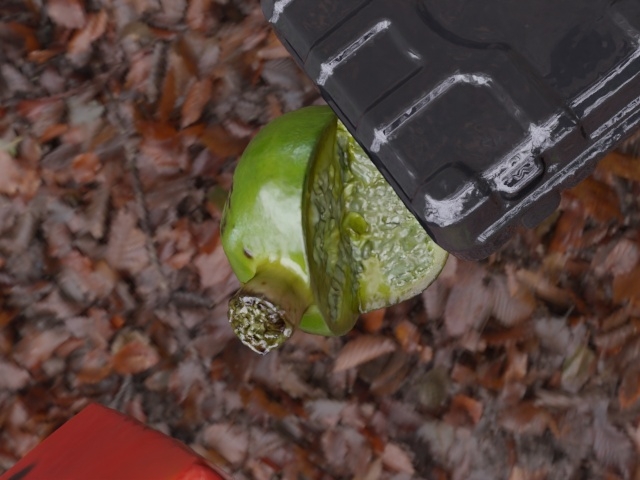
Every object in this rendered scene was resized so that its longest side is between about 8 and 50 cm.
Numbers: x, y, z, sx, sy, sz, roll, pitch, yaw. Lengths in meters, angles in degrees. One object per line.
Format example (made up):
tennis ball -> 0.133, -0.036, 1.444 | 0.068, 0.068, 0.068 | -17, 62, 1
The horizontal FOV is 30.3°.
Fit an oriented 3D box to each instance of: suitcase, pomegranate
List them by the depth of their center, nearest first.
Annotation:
suitcase -> 0.126, -0.146, 0.614 | 0.285, 0.066, 0.206 | -38, 57, 6
pomegranate -> -0.008, -0.006, 0.726 | 0.122, 0.169, 0.143 | 29, 149, 40

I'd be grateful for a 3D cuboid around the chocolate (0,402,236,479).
chocolate -> -0.180, 0.264, 0.724 | 0.161, 0.341, 0.360 | 55, 161, -12
